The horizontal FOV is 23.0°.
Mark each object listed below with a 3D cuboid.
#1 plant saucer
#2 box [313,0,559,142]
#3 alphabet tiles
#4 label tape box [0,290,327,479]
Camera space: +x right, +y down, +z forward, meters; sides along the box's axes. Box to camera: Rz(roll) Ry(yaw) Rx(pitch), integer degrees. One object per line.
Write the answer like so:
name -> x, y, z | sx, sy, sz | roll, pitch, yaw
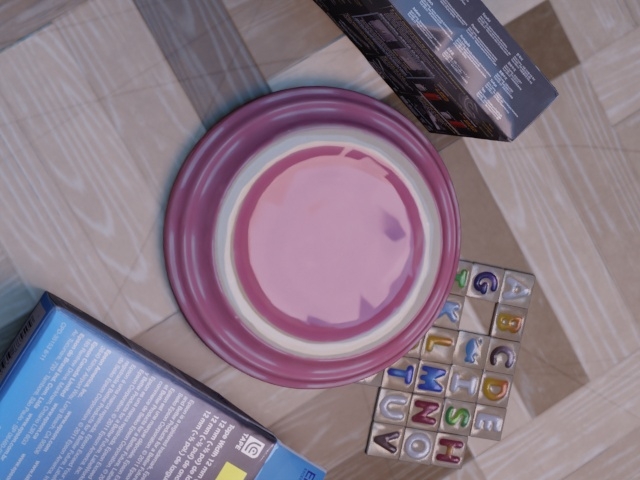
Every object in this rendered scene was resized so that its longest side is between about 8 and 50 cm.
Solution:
plant saucer -> 0.000, 0.000, 1.693 | 0.332, 0.084, 0.332 | -1, 95, -14
box -> 0.080, -0.238, 1.613 | 0.076, 0.242, 0.307 | -45, 105, -7
alphabet tiles -> 0.130, 0.137, 1.788 | 0.198, 0.009, 0.237 | 11, 92, -17
label tape box -> -0.206, 0.250, 1.653 | 0.347, 0.115, 0.249 | 33, 87, -19
